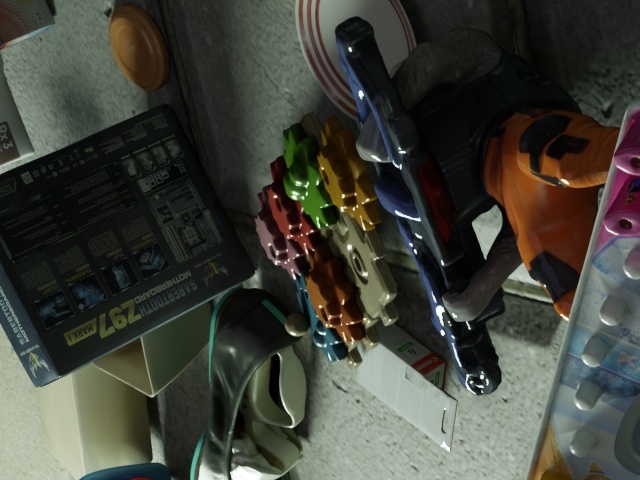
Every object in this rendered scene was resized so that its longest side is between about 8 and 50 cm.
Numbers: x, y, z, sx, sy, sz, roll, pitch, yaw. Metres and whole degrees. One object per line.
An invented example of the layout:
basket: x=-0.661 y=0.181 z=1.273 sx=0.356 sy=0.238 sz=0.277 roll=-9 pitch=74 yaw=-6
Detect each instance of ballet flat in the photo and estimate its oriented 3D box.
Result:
ballet flat: x=-0.065 y=0.170 z=1.675 sx=0.096 sy=0.095 sz=0.280 roll=29 pitch=136 yaw=23

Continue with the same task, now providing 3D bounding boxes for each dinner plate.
dinner plate: x=0.031 y=-0.156 z=1.372 sx=0.141 sy=0.017 sz=0.141 roll=33 pitch=137 yaw=36

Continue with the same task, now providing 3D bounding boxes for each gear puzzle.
gear puzzle: x=0.000 y=0.000 z=1.397 sx=0.175 sy=0.044 sz=0.339 roll=65 pitch=165 yaw=11

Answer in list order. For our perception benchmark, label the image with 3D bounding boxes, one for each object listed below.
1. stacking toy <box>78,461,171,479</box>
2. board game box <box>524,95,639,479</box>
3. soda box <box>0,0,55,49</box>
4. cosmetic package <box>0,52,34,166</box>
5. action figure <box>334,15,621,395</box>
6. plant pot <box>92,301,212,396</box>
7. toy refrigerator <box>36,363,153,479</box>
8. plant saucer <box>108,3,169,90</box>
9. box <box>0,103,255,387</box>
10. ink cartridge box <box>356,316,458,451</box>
stacking toy: x=-0.112 y=0.335 z=1.821 sx=0.302 sy=0.166 sz=0.175 roll=4 pitch=94 yaw=34
board game box: x=0.317 y=0.139 z=1.032 sx=0.390 sy=0.050 sz=0.390 roll=23 pitch=135 yaw=16
soda box: x=-0.330 y=-0.279 z=1.735 sx=0.058 sy=0.063 sz=0.183 roll=-9 pitch=106 yaw=58
cosmetic package: x=-0.419 y=-0.189 z=1.736 sx=0.385 sy=0.156 sz=0.217 roll=35 pitch=145 yaw=66
action figure: x=0.152 y=-0.019 z=1.217 sx=0.330 sy=0.178 sz=0.341 roll=41 pitch=160 yaw=41
plant pot: x=-0.166 y=0.071 z=1.732 sx=0.109 sy=0.096 sz=0.109 roll=21 pitch=129 yaw=45
toy refrigerator: x=-0.246 y=0.121 z=1.885 sx=0.102 sy=0.094 sz=0.269 roll=37 pitch=139 yaw=44
plant saucer: x=-0.170 y=-0.177 z=1.635 sx=0.083 sy=0.013 sz=0.083 roll=34 pitch=138 yaw=37
box: x=-0.195 y=0.002 z=1.597 sx=0.059 sy=0.233 sz=0.183 roll=-27 pitch=91 yaw=55
ink cartridge box: x=0.080 y=0.120 z=1.493 sx=0.115 sy=0.029 sz=0.062 roll=36 pitch=138 yaw=33
